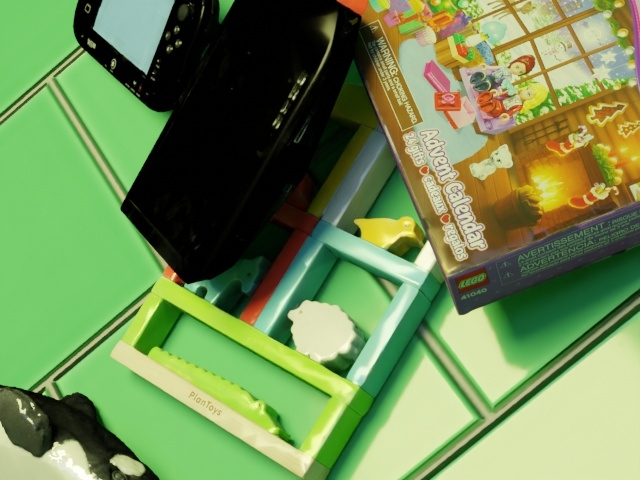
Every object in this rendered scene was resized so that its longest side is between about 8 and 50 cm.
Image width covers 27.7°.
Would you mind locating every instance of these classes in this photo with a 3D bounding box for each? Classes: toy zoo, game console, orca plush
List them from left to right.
[{"bbox_3d":[-0.206,0.153,0.930,0.287,0.102,0.151,-2,111,37],"label":"orca plush"},{"bbox_3d":[-0.109,-0.128,0.971,0.361,0.044,0.213,42,105,48],"label":"game console"},{"bbox_3d":[0.000,0.000,0.909,0.192,0.030,0.293,25,79,33],"label":"toy zoo"}]

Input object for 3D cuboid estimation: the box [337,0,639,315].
[{"bbox_3d":[0.131,-0.116,0.857,0.200,0.057,0.293,-22,57,2],"label":"box"}]
